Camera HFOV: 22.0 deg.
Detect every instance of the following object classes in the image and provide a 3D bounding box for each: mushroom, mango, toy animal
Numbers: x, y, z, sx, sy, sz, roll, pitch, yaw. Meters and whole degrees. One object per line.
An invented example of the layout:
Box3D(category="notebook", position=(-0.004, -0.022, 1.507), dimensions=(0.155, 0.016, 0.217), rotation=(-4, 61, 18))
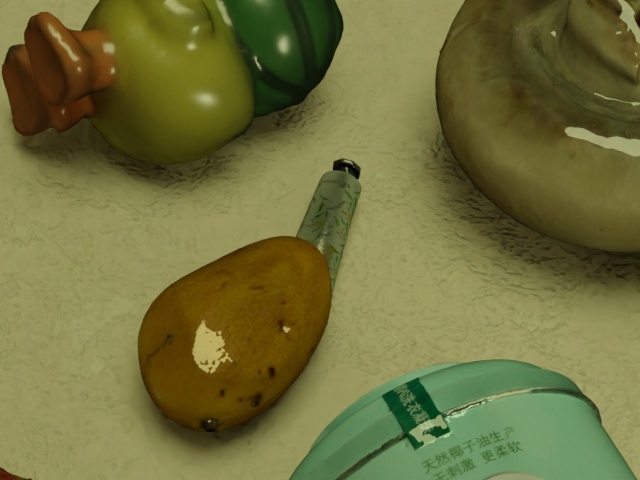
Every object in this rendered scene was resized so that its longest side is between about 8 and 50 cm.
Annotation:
Box3D(category="mushroom", position=(0.296, -0.166, 1.620), dimensions=(0.362, 0.294, 0.362), rotation=(4, 50, -5))
Box3D(category="mango", position=(-0.075, 0.075, 1.493), dimensions=(0.147, 0.109, 0.227), rotation=(24, 53, 18))
Box3D(category="toy animal", position=(-0.132, -0.179, 1.659), dimensions=(0.338, 0.216, 0.191), rotation=(-21, 82, -27))

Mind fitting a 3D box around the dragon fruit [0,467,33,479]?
Box3D(category="dragon fruit", position=(-0.270, 0.334, 1.231), dimensions=(0.240, 0.302, 0.330), rotation=(24, 61, -28))

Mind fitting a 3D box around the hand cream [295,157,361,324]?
Box3D(category="hand cream", position=(0.000, 0.000, 1.613), dimensions=(0.067, 0.042, 0.194), rotation=(16, 54, 5))

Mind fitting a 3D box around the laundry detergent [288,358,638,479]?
Box3D(category="laundry detergent", position=(0.129, 0.263, 1.243), dimensions=(0.287, 0.287, 0.305), rotation=(-17, 54, -19))
